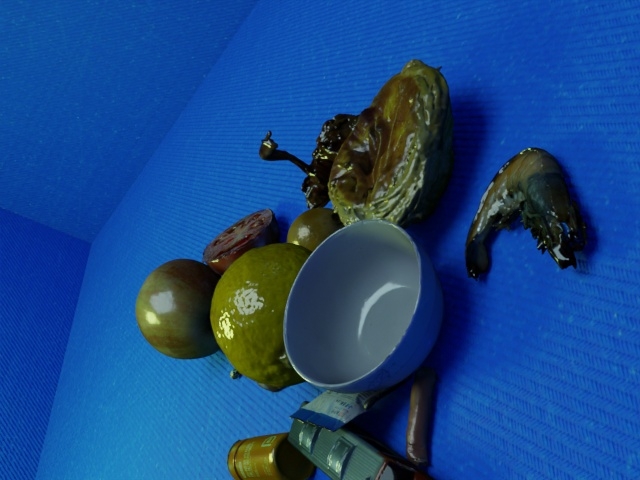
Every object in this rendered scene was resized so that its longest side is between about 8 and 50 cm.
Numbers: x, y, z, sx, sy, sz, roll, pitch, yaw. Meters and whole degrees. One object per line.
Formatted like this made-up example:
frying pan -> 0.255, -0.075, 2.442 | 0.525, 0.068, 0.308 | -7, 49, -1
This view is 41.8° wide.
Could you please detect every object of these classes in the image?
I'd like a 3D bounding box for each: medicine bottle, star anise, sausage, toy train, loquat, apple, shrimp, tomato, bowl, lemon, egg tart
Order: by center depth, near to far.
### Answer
shrimp -> 0.291, -0.013, 1.242 | 0.222, 0.054, 0.290 | -54, 24, 23
sausage -> 0.154, 0.270, 1.288 | 0.042, 0.036, 0.158 | 132, 152, -58
toy train -> 0.050, 0.347, 1.329 | 0.086, 0.089, 0.409 | -68, 19, -5
bowl -> 0.089, 0.121, 1.375 | 0.287, 0.144, 0.287 | -25, 51, 35
egg tart -> 0.151, -0.162, 1.544 | 0.339, 0.153, 0.351 | -62, 24, 7
medicine bottle -> -0.094, 0.414, 1.584 | 0.192, 0.096, 0.096 | -25, 47, 55
lemon -> -0.073, 0.141, 1.591 | 0.293, 0.293, 0.293 | -45, 32, 38
loquat -> 0.000, 0.000, 1.728 | 0.141, 0.141, 0.141 | -45, 32, 38
star anise -> -0.004, -0.175, 1.759 | 0.148, 0.346, 0.237 | 37, 111, 31
apple -> -0.326, 0.172, 2.096 | 0.234, 0.257, 0.257 | 1, 67, 39
tomato -> -0.188, 0.013, 2.098 | 0.225, 0.085, 0.225 | -31, 21, 13

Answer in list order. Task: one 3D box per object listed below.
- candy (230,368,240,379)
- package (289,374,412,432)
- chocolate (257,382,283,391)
candy -> -0.185, 0.291, 1.978 | 0.083, 0.025, 0.023 | -56, 12, -7
package -> 0.047, 0.263, 1.413 | 0.173, 0.027, 0.171 | -32, 13, -24
chocolate -> -0.100, 0.195, 1.813 | 0.157, 0.080, 0.254 | -39, 36, 45
